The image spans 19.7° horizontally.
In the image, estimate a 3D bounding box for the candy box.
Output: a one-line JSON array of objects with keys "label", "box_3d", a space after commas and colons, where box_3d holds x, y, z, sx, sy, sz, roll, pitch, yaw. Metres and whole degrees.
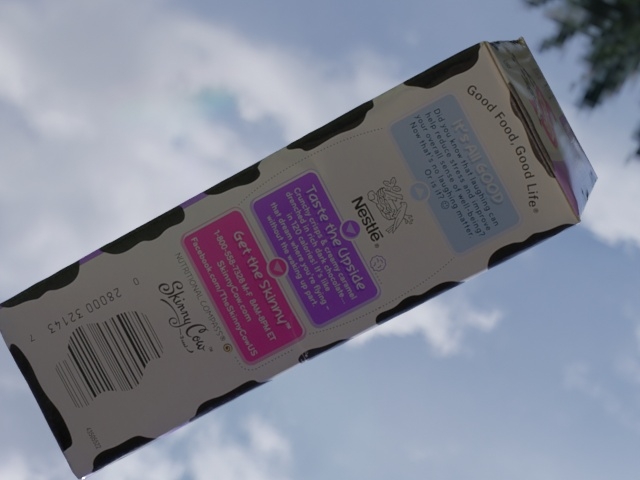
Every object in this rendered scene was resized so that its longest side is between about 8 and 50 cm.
[{"label": "candy box", "box_3d": [0.000, 0.000, 0.684, 0.070, 0.196, 0.165, 62, -167, 0]}]
